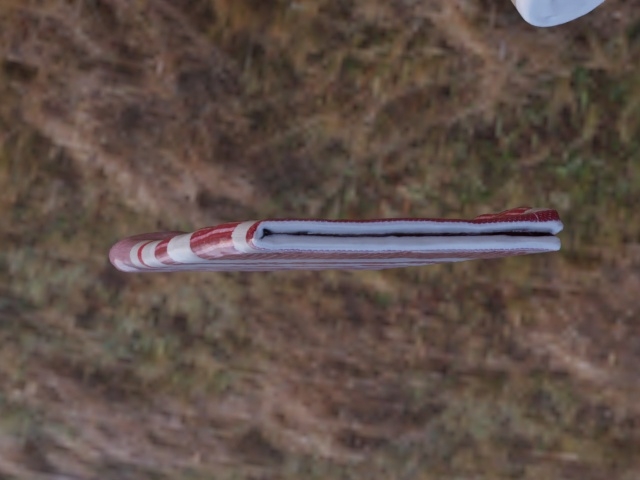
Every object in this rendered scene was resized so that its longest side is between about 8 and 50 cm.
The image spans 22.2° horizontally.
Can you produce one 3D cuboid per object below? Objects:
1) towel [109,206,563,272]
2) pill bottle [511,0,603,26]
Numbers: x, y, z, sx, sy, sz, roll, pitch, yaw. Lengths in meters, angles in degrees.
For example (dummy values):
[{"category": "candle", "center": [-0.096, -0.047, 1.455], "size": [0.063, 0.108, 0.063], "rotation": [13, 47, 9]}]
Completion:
[{"category": "towel", "center": [0.000, 0.000, 1.207], "size": [0.237, 0.037, 0.329], "rotation": [-1, 177, -23]}, {"category": "pill bottle", "center": [0.103, -0.173, 0.826], "size": [0.067, 0.120, 0.067], "rotation": [-24, 157, -11]}]
